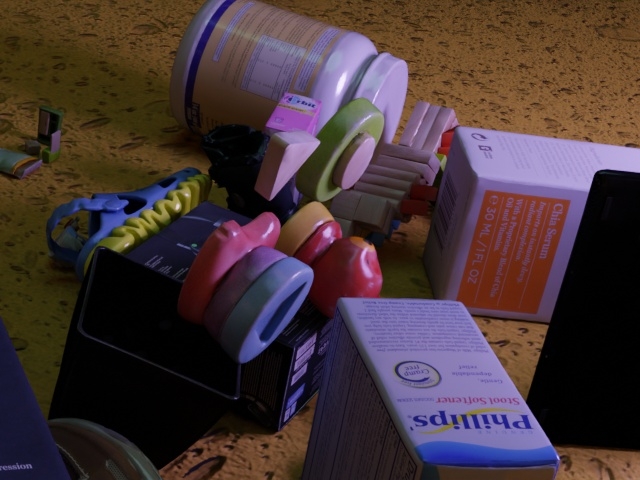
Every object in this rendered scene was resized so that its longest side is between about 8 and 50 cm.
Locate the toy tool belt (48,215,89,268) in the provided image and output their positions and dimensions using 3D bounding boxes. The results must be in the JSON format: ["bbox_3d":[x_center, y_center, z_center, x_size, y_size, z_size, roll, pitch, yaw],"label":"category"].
[{"bbox_3d":[-0.337,0.009,2.019,0.051,0.052,0.083,43,28,-15],"label":"toy tool belt"}]

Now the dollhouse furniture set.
[{"bbox_3d":[-0.445,-0.152,2.249,0.076,0.058,0.151,20,29,15],"label":"dollhouse furniture set"}]

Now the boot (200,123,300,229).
[{"bbox_3d":[-0.058,-0.042,2.028,0.094,0.207,0.246,-39,47,-19],"label":"boot"}]

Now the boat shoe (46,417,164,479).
[{"bbox_3d":[-0.210,0.288,1.474,0.324,0.123,0.116,31,36,34],"label":"boat shoe"}]

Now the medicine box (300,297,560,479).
[{"bbox_3d":[0.098,0.243,1.517,0.149,0.263,0.289,1,30,-19],"label":"medicine box"}]

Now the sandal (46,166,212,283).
[{"bbox_3d":[-0.256,-0.032,1.997,0.138,0.126,0.317,25,27,17],"label":"sandal"}]

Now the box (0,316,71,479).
[{"bbox_3d":[-0.408,0.240,1.337,0.293,0.212,0.395,0,34,-29],"label":"box"}]

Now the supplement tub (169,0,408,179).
[{"bbox_3d":[-0.049,-0.244,2.381,0.331,0.241,0.241,20,29,15],"label":"supplement tub"}]

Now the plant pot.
[{"bbox_3d":[-0.209,0.149,1.645,0.188,0.167,0.187,26,25,-15],"label":"plant pot"}]

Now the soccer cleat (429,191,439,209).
[{"bbox_3d":[0.230,-0.060,2.327,0.060,0.072,0.179,-11,36,-36],"label":"soccer cleat"}]

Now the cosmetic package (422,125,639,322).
[{"bbox_3d":[0.398,-0.007,2.132,0.453,0.230,0.161,6,29,-10],"label":"cosmetic package"}]

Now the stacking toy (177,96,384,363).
[{"bbox_3d":[0.000,0.000,1.642,0.130,0.279,0.309,37,29,15],"label":"stacking toy"}]

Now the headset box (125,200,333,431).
[{"bbox_3d":[-0.112,0.084,1.868,0.283,0.131,0.246,21,30,17],"label":"headset box"}]

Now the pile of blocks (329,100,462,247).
[{"bbox_3d":[0.137,-0.069,2.221,0.112,0.149,0.362,14,41,28],"label":"pile of blocks"}]

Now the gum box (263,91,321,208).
[{"bbox_3d":[-0.053,-0.110,2.197,0.062,0.188,0.107,16,36,6],"label":"gum box"}]

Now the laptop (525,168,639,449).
[{"bbox_3d":[0.459,0.051,1.886,0.408,0.382,0.236,5,28,-12],"label":"laptop"}]
